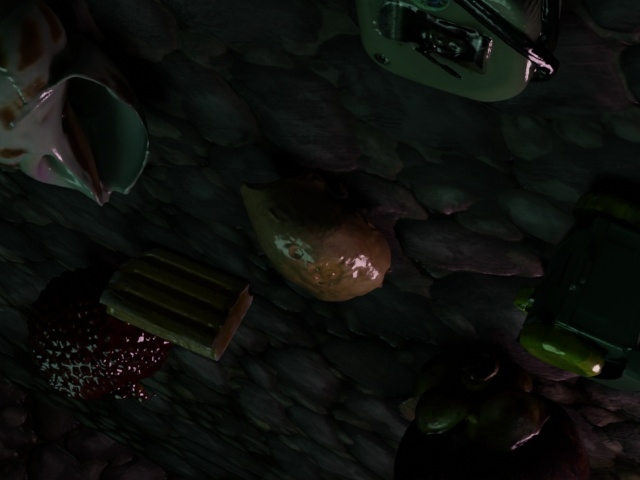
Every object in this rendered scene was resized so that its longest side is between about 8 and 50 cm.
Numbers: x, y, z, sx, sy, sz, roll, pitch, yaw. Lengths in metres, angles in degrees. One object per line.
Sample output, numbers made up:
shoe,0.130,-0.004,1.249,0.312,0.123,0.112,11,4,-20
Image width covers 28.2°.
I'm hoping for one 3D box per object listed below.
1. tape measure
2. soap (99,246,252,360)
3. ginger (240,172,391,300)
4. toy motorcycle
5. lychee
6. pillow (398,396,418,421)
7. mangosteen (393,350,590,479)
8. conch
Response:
tape measure,0.125,-0.230,1.175,0.207,0.115,0.235,23,155,21
soap,-0.251,0.102,2.222,0.232,0.140,0.073,21,155,18
ginger,0.000,0.000,1.752,0.138,0.152,0.267,-29,117,29
toy motorcycle,0.341,0.084,1.505,0.200,0.191,0.326,23,171,5
lychee,-0.414,0.187,2.427,0.300,0.264,0.264,56,152,-6
pillow,0.213,0.302,2.234,0.135,0.034,0.211,26,158,-2
mangosteen,0.253,0.342,1.949,0.330,0.330,0.330,24,156,12
conch,-0.380,-0.211,1.687,0.249,0.197,0.368,-15,143,12
